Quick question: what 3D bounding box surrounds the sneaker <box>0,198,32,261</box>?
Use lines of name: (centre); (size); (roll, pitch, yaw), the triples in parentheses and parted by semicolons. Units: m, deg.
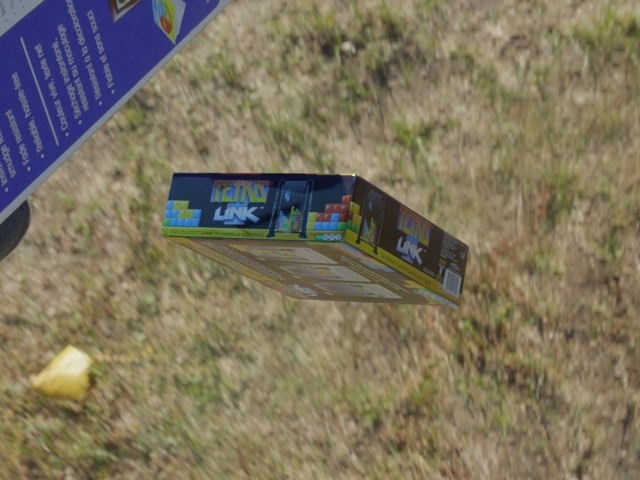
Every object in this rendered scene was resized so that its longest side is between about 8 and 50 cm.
sneaker: (-0.331, 0.043, 1.332); (0.282, 0.099, 0.153); (-30, 30, -27)

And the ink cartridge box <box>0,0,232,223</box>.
ink cartridge box: (-0.145, -0.126, 0.774); (0.069, 0.176, 0.371); (12, 44, 28)

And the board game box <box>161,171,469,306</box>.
board game box: (0.000, 0.000, 1.106); (0.141, 0.170, 0.048); (3, 76, 31)
